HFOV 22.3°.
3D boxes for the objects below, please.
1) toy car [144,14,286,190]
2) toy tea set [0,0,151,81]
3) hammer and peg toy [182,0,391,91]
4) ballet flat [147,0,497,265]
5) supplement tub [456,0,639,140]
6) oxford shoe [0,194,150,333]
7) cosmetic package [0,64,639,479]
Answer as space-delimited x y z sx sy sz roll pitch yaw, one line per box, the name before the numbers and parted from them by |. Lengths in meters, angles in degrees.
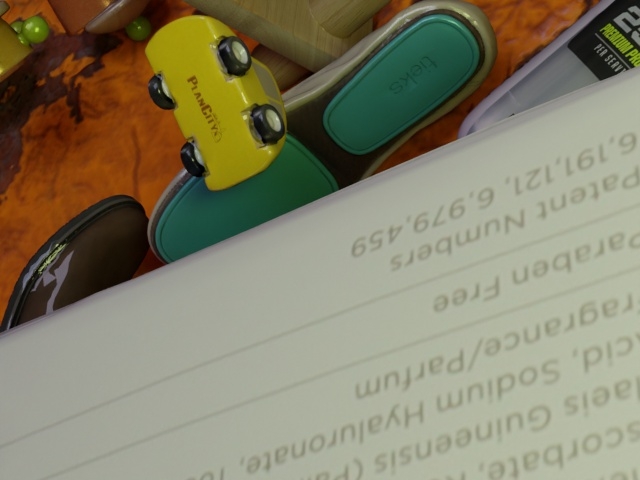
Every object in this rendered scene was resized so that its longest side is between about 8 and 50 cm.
toy car | 0.000 0.000 0.916 0.225 0.053 0.239 12 108 23
toy tea set | -0.260 -0.094 1.236 0.336 0.124 0.200 -34 13 20
hammer and peg toy | -0.072 -0.293 1.087 0.127 0.266 0.361 -37 39 41
ballet flat | 0.002 -0.065 0.995 0.248 0.086 0.086 -33 43 15
supplement tub | 0.232 -0.073 0.701 0.316 0.193 0.193 -41 41 9
oxford shoe | -0.159 0.076 1.024 0.096 0.083 0.227 21 74 28
cosmetic package | 0.069 0.223 0.504 0.327 0.329 0.393 -22 46 28
